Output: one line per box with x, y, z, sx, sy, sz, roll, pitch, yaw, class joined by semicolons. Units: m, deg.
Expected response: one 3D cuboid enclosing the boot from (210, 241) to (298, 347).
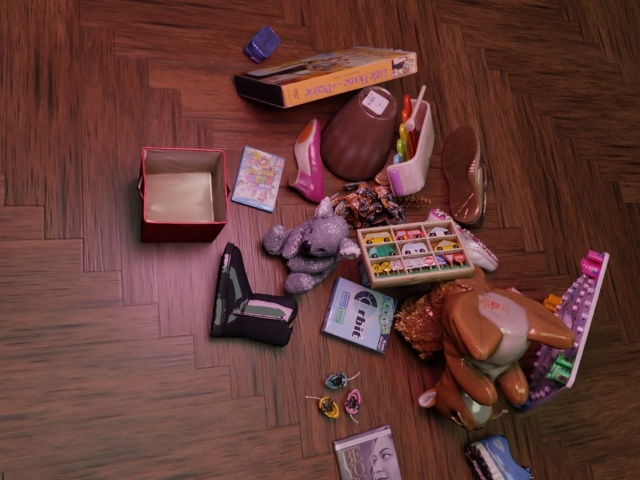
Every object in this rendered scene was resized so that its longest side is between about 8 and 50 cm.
-0.161;0.139;1.369;0.207;0.094;0.247;8;80;-15;boot

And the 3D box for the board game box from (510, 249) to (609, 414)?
0.657;0.265;1.508;0.050;0.390;0.390;23;66;14;board game box

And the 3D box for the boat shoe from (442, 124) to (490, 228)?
0.473;-0.199;1.711;0.123;0.123;0.342;26;56;-45;boat shoe

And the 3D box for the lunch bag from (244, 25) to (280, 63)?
-0.174;-0.565;1.574;0.067;0.065;0.098;45;63;-22;lunch bag

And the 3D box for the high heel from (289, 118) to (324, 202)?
-0.014;-0.229;1.549;0.117;0.082;0.244;31;54;-35;high heel

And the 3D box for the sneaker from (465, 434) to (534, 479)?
0.534;0.689;1.473;0.147;0.130;0.330;-20;84;-22;sneaker

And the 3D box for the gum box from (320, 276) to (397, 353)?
0.107;0.207;1.485;0.184;0.041;0.157;23;69;-15;gum box

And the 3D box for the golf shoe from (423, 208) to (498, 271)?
0.406;0.027;1.627;0.306;0.115;0.140;32;105;-24;golf shoe

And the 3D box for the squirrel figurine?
0.377;0.285;1.418;0.280;0.371;0.397;-9;39;-25;squirrel figurine

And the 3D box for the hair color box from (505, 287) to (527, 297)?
0.580;0.240;1.653;0.093;0.053;0.167;33;66;-9;hair color box

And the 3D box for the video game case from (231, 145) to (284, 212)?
-0.171;-0.169;1.495;0.119;0.015;0.167;16;71;-17;video game case

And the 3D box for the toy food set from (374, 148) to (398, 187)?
0.190;-0.227;1.643;0.192;0.038;0.133;26;62;-4;toy food set

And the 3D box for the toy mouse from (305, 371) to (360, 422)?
0.057;0.401;1.419;0.161;0.031;0.143;42;66;-6;toy mouse

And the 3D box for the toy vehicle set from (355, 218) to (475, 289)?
0.236;0.032;1.369;0.266;0.035;0.166;-6;52;-12;toy vehicle set

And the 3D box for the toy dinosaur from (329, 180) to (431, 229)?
0.175;-0.088;1.541;0.321;0.164;0.219;-20;66;-3;toy dinosaur

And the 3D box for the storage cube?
-0.337;-0.102;1.315;0.214;0.193;0.184;-1;76;-22;storage cube

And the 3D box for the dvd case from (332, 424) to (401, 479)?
0.131;0.611;1.399;0.164;0.018;0.222;-8;79;-23;dvd case

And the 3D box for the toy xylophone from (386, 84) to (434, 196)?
0.259;-0.292;1.529;0.081;0.236;0.323;2;43;22;toy xylophone

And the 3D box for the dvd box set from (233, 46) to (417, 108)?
0.010;-0.463;1.500;0.420;0.307;0.062;-21;120;-24;dvd box set

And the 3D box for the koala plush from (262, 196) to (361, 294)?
0.000;0.000;1.386;0.203;0.221;0.196;-21;76;-36;koala plush

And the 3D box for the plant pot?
0.123;-0.317;1.510;0.215;0.230;0.216;5;66;-12;plant pot

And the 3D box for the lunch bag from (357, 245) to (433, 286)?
0.217;0.065;1.482;0.218;0.176;0.090;-9;75;-10;lunch bag
